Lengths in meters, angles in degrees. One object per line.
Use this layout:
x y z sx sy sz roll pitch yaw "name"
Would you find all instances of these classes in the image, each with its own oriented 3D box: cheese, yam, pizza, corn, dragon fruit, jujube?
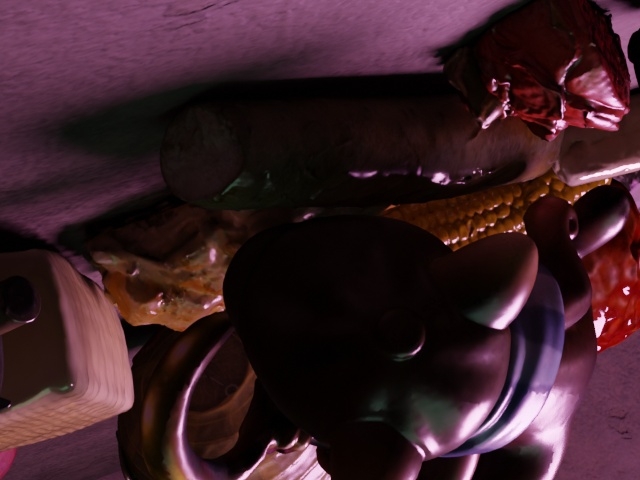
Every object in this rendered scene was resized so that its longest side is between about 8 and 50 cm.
0.278 -0.095 1.557 0.194 0.065 0.043 -17 164 -12 "cheese"
0.043 -0.060 1.220 0.083 0.083 0.371 -27 169 39 "yam"
-0.050 0.001 1.370 0.323 0.089 0.223 -25 173 25 "pizza"
0.122 -0.021 1.578 0.262 0.097 0.097 -22 172 -14 "corn"
-0.269 0.096 1.329 0.242 0.124 0.265 -21 171 0 "cheese"
0.143 -0.098 1.207 0.106 0.083 0.162 -20 174 15 "dragon fruit"
0.206 0.029 1.749 0.213 0.213 0.232 -22 170 13 "jujube"

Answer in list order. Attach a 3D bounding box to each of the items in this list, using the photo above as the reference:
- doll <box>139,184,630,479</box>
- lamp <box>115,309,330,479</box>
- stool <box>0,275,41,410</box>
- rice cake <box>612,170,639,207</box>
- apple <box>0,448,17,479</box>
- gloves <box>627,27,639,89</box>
0.064 0.071 1.278 0.318 0.209 0.340 -56 156 11 "doll"
-0.067 0.192 1.875 0.250 0.250 0.284 -21 141 8 "lamp"
-0.268 0.069 1.056 0.228 0.153 0.139 -11 168 -45 "stool"
0.317 -0.054 1.938 0.055 0.049 0.270 -19 171 -7 "rice cake"
-0.337 0.166 1.621 0.153 0.120 0.153 -20 165 -5 "apple"
0.270 -0.122 1.235 0.124 0.164 0.203 9 160 40 "gloves"
